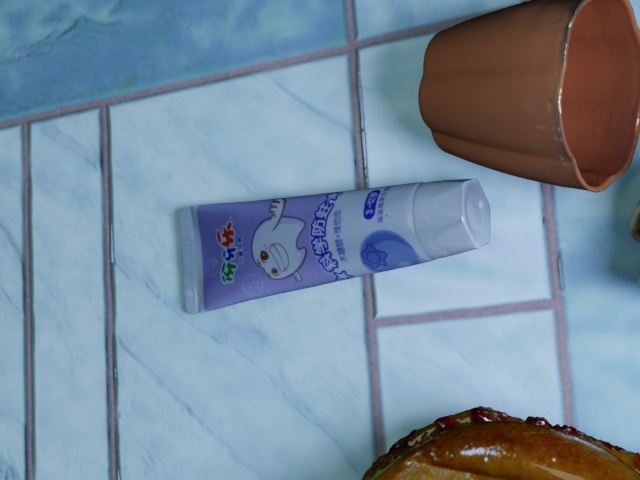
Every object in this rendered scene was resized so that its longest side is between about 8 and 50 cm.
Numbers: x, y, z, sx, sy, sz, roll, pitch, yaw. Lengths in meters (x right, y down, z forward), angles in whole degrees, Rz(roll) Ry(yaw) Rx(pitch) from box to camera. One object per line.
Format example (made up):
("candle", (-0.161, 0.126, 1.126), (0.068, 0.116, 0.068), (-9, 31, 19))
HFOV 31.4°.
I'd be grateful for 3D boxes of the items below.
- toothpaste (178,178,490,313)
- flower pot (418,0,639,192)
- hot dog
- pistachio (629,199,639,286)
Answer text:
("toothpaste", (0.000, 0.000, 1.224), (0.371, 0.080, 0.125), (-9, 82, 32))
("flower pot", (0.197, -0.142, 1.091), (0.173, 0.191, 0.190), (4, 84, 38))
("hot dog", (0.192, 0.271, 1.016), (0.405, 0.185, 0.223), (9, 87, 27))
("pistachio", (0.381, -0.028, 1.002), (0.230, 0.157, 0.157), (-27, 71, 26))
